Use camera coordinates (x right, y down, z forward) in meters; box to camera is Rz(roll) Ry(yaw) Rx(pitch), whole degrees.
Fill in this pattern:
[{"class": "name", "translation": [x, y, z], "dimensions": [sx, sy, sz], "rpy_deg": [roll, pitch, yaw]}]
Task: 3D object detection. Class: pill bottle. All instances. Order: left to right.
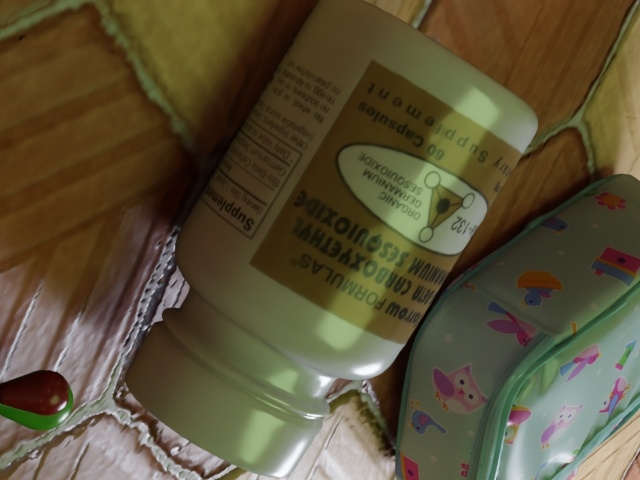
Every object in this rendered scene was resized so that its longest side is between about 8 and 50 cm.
[{"class": "pill bottle", "translation": [0.000, 0.000, 0.775], "dimensions": [0.229, 0.131, 0.131], "rpy_deg": [-58, 149, 5]}]

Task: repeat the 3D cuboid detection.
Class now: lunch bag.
[{"class": "lunch bag", "translation": [0.181, 0.091, 1.139], "dimensions": [0.279, 0.108, 0.224], "rpy_deg": [-32, 142, -34]}]

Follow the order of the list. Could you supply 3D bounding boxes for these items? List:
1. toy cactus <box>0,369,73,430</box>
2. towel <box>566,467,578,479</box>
[{"class": "toy cactus", "translation": [-0.196, 0.094, 0.637], "dimensions": [0.219, 0.112, 0.180], "rpy_deg": [-24, 128, -28]}, {"class": "towel", "translation": [0.182, 0.208, 1.331], "dimensions": [0.197, 0.029, 0.144], "rpy_deg": [-33, 143, -34]}]
